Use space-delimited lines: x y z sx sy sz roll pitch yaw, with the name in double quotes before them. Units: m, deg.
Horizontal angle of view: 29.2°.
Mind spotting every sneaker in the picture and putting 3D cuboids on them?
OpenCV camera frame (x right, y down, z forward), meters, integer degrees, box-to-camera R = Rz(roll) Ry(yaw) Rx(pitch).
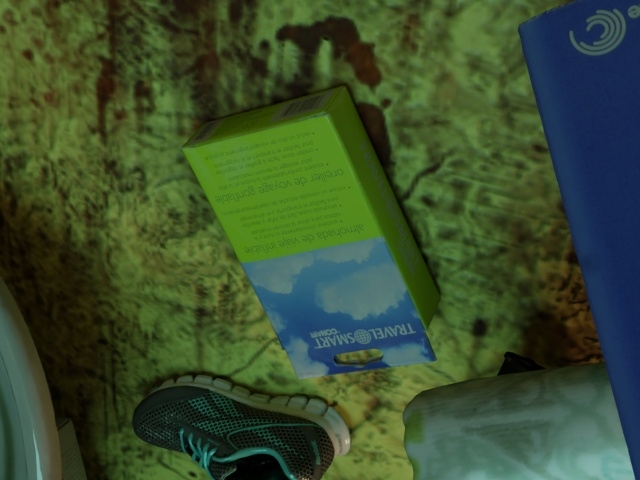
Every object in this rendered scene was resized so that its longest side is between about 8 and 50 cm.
"sneaker" -0.066 0.143 0.872 0.166 0.076 0.065 3 122 22

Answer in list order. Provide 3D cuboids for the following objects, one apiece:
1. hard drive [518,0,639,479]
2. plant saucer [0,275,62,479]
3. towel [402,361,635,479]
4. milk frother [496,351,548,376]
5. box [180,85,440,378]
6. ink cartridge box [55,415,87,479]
"hard drive" 0.220 0.015 0.512 0.210 0.319 0.040 -18 157 19
"plant saucer" -0.323 0.141 0.914 0.400 0.100 0.401 3 97 30
"towel" 0.247 0.214 0.626 0.320 0.090 0.375 -14 112 22
"milk frother" 0.144 0.162 0.732 0.129 0.143 0.135 27 96 -21
"box" 0.000 0.000 0.766 0.109 0.042 0.178 -11 118 30
"ink cartridge box" -0.276 0.239 1.016 0.223 0.045 0.224 2 115 29
